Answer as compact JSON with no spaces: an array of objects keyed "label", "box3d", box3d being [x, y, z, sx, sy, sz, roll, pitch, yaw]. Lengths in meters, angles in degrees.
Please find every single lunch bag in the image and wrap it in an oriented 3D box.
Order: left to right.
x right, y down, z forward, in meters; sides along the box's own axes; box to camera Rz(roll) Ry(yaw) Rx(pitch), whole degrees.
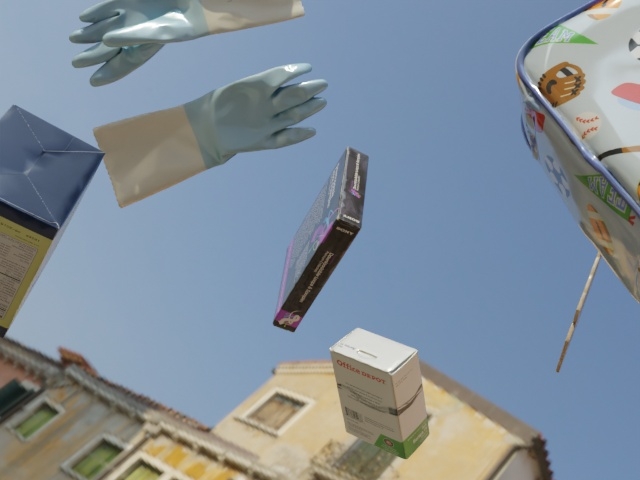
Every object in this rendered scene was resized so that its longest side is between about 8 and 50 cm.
[{"label":"lunch bag","box3d":[0.303,-0.073,0.587,0.303,0.243,0.115,63,0,33]}]

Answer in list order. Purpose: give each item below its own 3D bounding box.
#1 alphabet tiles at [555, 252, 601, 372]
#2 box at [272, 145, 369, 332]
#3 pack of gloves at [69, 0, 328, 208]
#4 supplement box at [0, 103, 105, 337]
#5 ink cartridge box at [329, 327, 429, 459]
[{"label":"alphabet tiles","box3d":[0.469,0.113,1.451,0.009,0.237,0.198,20,-30,19]},{"label":"box","box3d":[0.000,0.000,0.813,0.029,0.116,0.162,21,-49,-11]},{"label":"pack of gloves","box3d":[-0.118,-0.161,0.758,0.046,0.232,0.195,34,37,-85]},{"label":"supplement box","box3d":[-0.167,-0.011,0.432,0.056,0.083,0.083,29,-60,-14]},{"label":"ink cartridge box","box3d":[0.113,0.285,1.522,0.153,0.087,0.208,17,-50,40]}]
